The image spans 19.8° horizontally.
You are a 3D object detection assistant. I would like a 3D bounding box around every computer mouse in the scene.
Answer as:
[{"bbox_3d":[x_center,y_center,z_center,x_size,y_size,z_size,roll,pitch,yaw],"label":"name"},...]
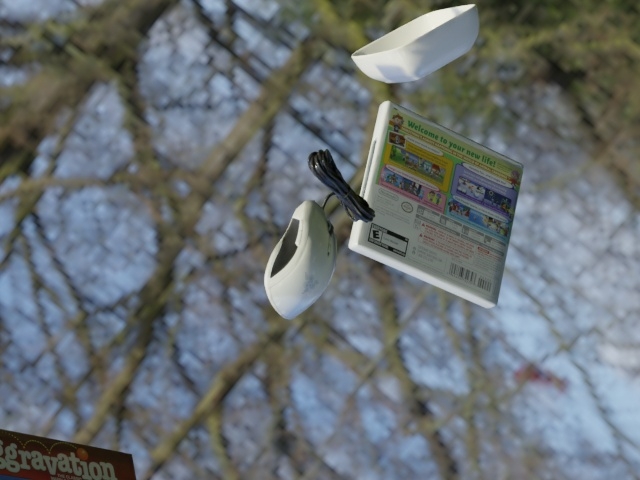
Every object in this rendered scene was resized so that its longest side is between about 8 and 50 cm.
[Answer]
[{"bbox_3d":[0.000,0.000,1.823,0.106,0.042,0.193,58,-141,-35],"label":"computer mouse"}]

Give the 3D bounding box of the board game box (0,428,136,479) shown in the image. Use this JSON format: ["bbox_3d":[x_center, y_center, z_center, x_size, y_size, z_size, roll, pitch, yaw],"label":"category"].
[{"bbox_3d":[-0.340,0.311,2.267,0.281,0.027,0.145,17,-134,-40],"label":"board game box"}]

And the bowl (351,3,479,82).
[{"bbox_3d":[0.125,-0.241,2.286,0.142,0.142,0.053,3,122,63],"label":"bowl"}]

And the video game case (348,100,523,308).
[{"bbox_3d":[0.143,-0.042,2.216,0.212,0.193,0.023,23,157,-25],"label":"video game case"}]
